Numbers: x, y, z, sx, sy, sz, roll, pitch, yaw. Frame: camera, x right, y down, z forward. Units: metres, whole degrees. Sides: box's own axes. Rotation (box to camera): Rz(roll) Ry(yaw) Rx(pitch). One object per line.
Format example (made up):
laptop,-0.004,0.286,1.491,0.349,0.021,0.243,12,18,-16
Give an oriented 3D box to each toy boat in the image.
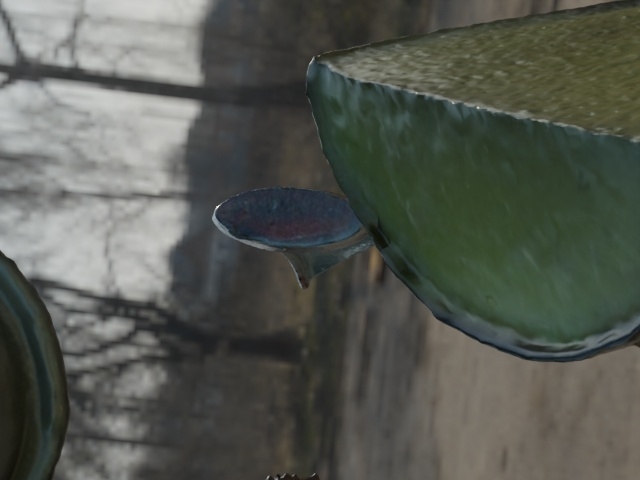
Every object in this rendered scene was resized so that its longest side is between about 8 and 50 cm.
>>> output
toy boat,0.000,0.000,0.938,0.122,0.096,0.034,44,-130,-71

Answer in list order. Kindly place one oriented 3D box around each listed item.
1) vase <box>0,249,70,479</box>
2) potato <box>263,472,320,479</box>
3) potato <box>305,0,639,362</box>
vase,-0.317,0.115,0.995,0.291,0.245,0.245,-18,-63,-68
potato,-0.113,0.272,1.035,0.229,0.266,0.229,34,-132,-47
potato,0.169,-0.042,0.764,0.269,0.255,0.112,26,129,57
